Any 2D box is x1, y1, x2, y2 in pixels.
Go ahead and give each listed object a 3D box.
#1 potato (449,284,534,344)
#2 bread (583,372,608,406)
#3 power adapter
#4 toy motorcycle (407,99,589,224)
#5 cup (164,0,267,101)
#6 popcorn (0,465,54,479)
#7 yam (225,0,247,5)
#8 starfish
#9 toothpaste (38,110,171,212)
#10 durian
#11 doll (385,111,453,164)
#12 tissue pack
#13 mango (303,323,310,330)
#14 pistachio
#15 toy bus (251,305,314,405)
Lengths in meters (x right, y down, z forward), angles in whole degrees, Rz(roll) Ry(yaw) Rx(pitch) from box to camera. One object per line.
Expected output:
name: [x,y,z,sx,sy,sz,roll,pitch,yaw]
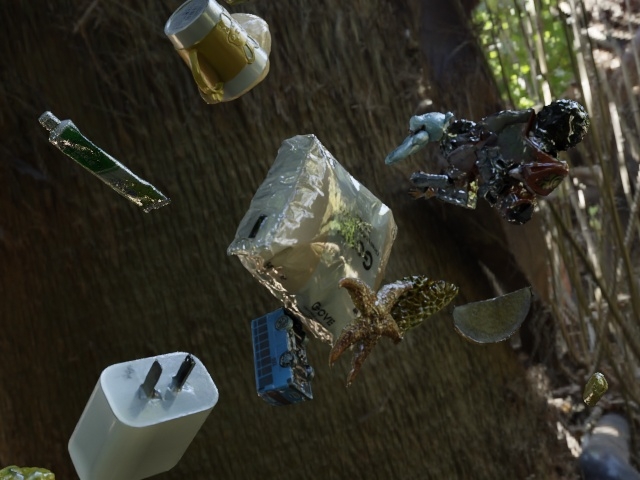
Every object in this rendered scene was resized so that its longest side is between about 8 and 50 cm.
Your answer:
potato: [0.510,0.231,1.902,0.243,0.138,0.098,-17,-16,8]
bread: [0.551,0.298,1.304,0.034,0.049,0.088,9,-35,11]
power adapter: [-0.278,0.276,1.063,0.187,0.124,0.255,-4,-42,-46]
toy motorcycle: [0.285,-0.124,1.181,0.134,0.207,0.401,12,-9,-42]
cup: [-0.270,-0.468,1.635,0.186,0.241,0.226,-16,-44,28]
popcorn: [-0.561,0.513,1.140,0.266,0.192,0.233,-12,20,3]
yam: [-0.151,-0.556,1.367,0.070,0.069,0.146,-7,-40,-56]
starfish: [0.088,0.144,1.157,0.043,0.227,0.240,9,-31,42]
toothpaste: [-0.366,-0.128,1.105,0.078,0.046,0.248,-17,-46,38]
durian: [0.230,0.167,1.631,0.139,0.144,0.252,17,-55,-47]
doll: [0.213,-0.239,1.475,0.180,0.075,0.120,-30,8,-17]
tissue pack: [0.000,0.000,1.427,0.195,0.389,0.375,-11,-42,42]
mango: [0.048,0.117,1.887,0.177,0.329,0.175,32,0,-18]
pistachio: [-0.269,-0.564,2.031,0.214,0.317,0.194,41,-23,-25]
toy bus: [-0.080,0.239,1.318,0.106,0.184,0.090,-23,-42,15]
